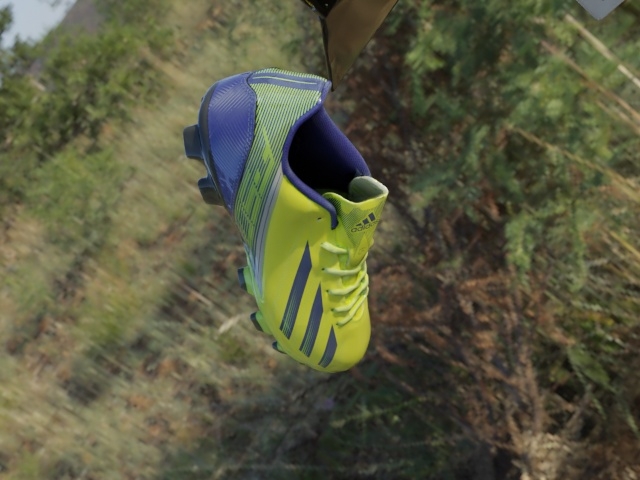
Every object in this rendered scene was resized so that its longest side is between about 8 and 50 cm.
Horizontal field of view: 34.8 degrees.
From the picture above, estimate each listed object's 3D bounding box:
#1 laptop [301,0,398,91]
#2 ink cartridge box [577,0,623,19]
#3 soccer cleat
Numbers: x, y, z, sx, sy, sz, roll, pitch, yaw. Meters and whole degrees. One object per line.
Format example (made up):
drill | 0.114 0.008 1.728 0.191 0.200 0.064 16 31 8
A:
laptop | 0.025 -0.464 1.315 0.382 0.408 0.236 -56 25 -8
ink cartridge box | 0.225 -0.306 0.862 0.148 0.203 0.086 -41 40 25
soccer cleat | 0.000 0.001 0.757 0.121 0.289 0.093 -4 42 21
